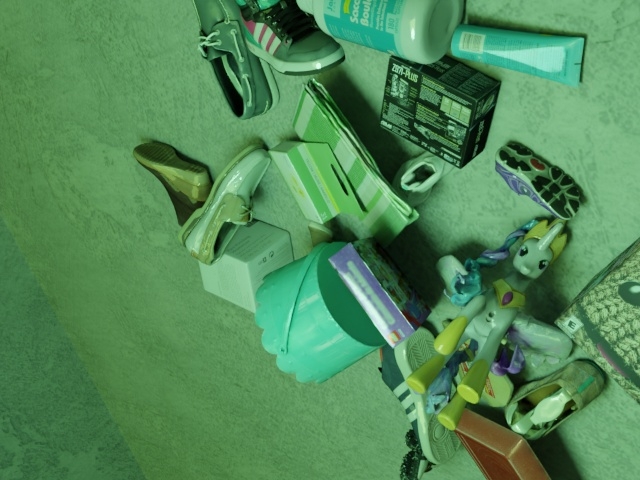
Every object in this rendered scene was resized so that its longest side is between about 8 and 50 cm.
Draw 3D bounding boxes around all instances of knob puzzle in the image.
[{"bbox_3d":[0.334,0.256,1.807,0.213,0.030,0.213,51,160,27],"label":"knob puzzle"}]

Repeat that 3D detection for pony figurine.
[{"bbox_3d":[0.300,0.148,1.568,0.302,0.363,0.351,34,157,12],"label":"pony figurine"}]

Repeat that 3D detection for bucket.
[{"bbox_3d":[0.015,0.145,1.876,0.183,0.281,0.281,-32,95,35],"label":"bucket"}]

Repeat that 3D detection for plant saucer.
[{"bbox_3d":[0.390,0.477,1.853,0.259,0.047,0.258,55,164,-19],"label":"plant saucer"}]

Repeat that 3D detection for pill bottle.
[{"bbox_3d":[0.088,-0.388,1.449,0.264,0.146,0.146,24,136,30],"label":"pill bottle"}]

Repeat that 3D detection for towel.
[{"bbox_3d":[0.057,-0.142,1.719,0.325,0.038,0.248,52,166,5],"label":"towel"}]

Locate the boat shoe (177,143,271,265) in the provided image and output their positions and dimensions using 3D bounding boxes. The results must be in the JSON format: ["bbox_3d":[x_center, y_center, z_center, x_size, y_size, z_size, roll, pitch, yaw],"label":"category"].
[{"bbox_3d":[-0.195,-0.076,1.992,0.103,0.113,0.302,45,112,20],"label":"boat shoe"}]

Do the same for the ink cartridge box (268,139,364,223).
[{"bbox_3d":[-0.012,-0.117,1.806,0.171,0.056,0.235,62,167,-17],"label":"ink cartridge box"}]

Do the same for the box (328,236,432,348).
[{"bbox_3d":[0.122,0.092,1.728,0.057,0.293,0.201,-38,84,12],"label":"box"}]

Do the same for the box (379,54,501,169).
[{"bbox_3d":[0.200,-0.233,1.523,0.180,0.077,0.147,32,140,25],"label":"box"}]

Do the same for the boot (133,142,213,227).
[{"bbox_3d":[-0.369,-0.121,2.238,0.248,0.090,0.207,26,135,27],"label":"boot"}]

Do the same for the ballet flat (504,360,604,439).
[{"bbox_3d":[0.425,0.327,1.729,0.107,0.106,0.316,44,144,12],"label":"ballet flat"}]

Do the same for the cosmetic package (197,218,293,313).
[{"bbox_3d":[-0.178,0.051,2.122,0.183,0.151,0.151,20,133,35],"label":"cosmetic package"}]

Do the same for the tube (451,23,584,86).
[{"bbox_3d":[0.306,-0.294,1.384,0.207,0.052,0.080,20,138,30],"label":"tube"}]

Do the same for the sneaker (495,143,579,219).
[{"bbox_3d":[0.363,-0.094,1.492,0.170,0.068,0.071,46,160,23],"label":"sneaker"}]

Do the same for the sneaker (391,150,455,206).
[{"bbox_3d":[0.173,-0.111,1.644,0.080,0.094,0.212,48,145,4],"label":"sneaker"}]

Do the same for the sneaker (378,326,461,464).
[{"bbox_3d":[0.211,0.330,1.968,0.148,0.131,0.350,11,123,53],"label":"sneaker"}]

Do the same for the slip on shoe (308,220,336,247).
[{"bbox_3d":[0.000,0.000,1.925,0.051,0.041,0.135,21,165,17],"label":"slip on shoe"}]

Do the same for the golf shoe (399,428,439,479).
[{"bbox_3d":[0.238,0.499,2.030,0.094,0.198,0.077,37,121,-7],"label":"golf shoe"}]

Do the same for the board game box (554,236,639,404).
[{"bbox_3d":[0.551,0.106,1.370,0.232,0.141,0.291,45,144,11],"label":"board game box"}]

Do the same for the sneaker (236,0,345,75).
[{"bbox_3d":[-0.066,-0.413,1.599,0.295,0.123,0.178,35,150,50],"label":"sneaker"}]

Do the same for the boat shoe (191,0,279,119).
[{"bbox_3d":[-0.192,-0.395,1.801,0.116,0.099,0.319,-5,116,50],"label":"boat shoe"}]
